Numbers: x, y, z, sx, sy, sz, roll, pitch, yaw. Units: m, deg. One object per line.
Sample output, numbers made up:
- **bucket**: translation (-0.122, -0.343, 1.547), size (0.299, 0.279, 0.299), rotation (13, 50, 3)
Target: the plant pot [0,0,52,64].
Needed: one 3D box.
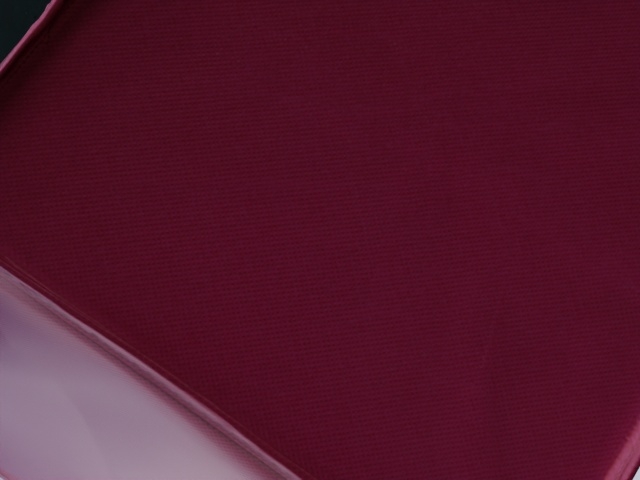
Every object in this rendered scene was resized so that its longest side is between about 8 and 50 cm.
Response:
- **plant pot**: translation (-0.372, -0.164, 1.259), size (0.334, 0.341, 0.341), rotation (-12, -62, -32)

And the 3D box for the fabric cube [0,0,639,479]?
- **fabric cube**: translation (0.000, 0.000, 0.739), size (0.259, 0.254, 0.258), rotation (-54, 3, -22)
